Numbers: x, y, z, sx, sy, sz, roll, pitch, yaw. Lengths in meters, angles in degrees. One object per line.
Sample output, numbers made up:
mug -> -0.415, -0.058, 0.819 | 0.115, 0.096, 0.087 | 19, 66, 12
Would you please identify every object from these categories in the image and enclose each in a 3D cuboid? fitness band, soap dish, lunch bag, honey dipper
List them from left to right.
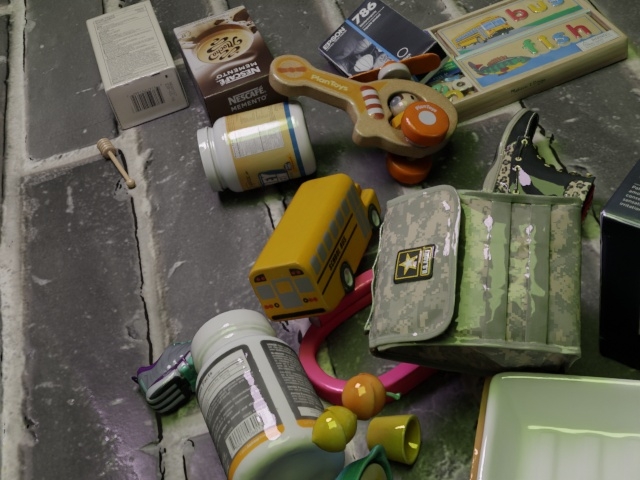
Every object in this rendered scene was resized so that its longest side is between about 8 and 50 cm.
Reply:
honey dipper -> -0.409, -0.155, 1.982 | 0.030, 0.030, 0.161 | -30, 48, -15
fitness band -> 0.101, 0.139, 1.520 | 0.291, 0.054, 0.209 | -34, 47, -17
lunch bag -> 0.210, 0.058, 1.365 | 0.287, 0.169, 0.235 | 5, 66, 7
soap dish -> 0.344, 0.287, 1.254 | 0.290, 0.118, 0.229 | 1, 46, 17

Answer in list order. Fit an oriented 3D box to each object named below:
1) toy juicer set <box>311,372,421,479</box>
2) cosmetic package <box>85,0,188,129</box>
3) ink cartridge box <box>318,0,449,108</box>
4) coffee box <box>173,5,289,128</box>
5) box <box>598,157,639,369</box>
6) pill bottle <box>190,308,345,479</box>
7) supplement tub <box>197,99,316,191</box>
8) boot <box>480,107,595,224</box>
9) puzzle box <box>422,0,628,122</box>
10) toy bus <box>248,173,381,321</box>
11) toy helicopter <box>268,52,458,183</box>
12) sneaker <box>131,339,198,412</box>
toy juicer set -> 0.047, 0.316, 1.243 | 0.089, 0.209, 0.329 | 1, 44, 28
cosmetic package -> -0.407, -0.392, 2.160 | 0.160, 0.113, 0.309 | -20, 43, -5
ink cartridge box -> 0.108, -0.394, 2.001 | 0.165, 0.065, 0.333 | -45, 41, 3
coffee box -> -0.186, -0.355, 2.054 | 0.168, 0.119, 0.297 | -21, 44, -7
box -> 0.575, -0.027, 1.382 | 0.212, 0.293, 0.395 | 23, 55, 33
pill bottle -> -0.086, 0.236, 1.396 | 0.162, 0.162, 0.278 | -23, 43, -8
supplement tub -> -0.118, -0.172, 1.831 | 0.199, 0.144, 0.144 | -14, 43, 2
boot -> 0.387, -0.119, 1.682 | 0.178, 0.085, 0.236 | 13, 57, 24
puzzle box -> 0.370, -0.384, 1.978 | 0.408, 0.052, 0.272 | -22, 43, -6
toy bus -> 0.000, 0.000, 1.583 | 0.108, 0.130, 0.333 | -12, 28, 26
toy helicopter -> 0.081, -0.269, 1.788 | 0.355, 0.140, 0.235 | 19, 54, 1
sneaker -> -0.195, 0.171, 1.553 | 0.223, 0.083, 0.098 | -34, 42, -18
